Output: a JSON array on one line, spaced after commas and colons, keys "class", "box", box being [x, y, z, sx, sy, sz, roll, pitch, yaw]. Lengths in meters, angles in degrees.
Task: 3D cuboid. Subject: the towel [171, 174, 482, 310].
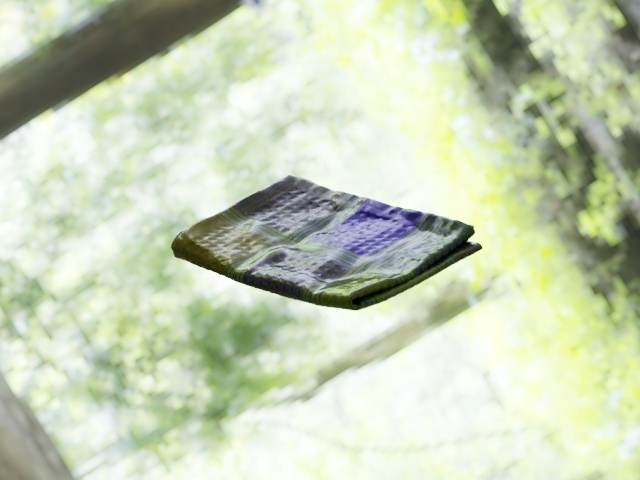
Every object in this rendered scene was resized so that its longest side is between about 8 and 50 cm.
[{"class": "towel", "box": [0.000, 0.000, 0.589, 0.083, 0.060, 0.009, 19, 125, 45]}]
